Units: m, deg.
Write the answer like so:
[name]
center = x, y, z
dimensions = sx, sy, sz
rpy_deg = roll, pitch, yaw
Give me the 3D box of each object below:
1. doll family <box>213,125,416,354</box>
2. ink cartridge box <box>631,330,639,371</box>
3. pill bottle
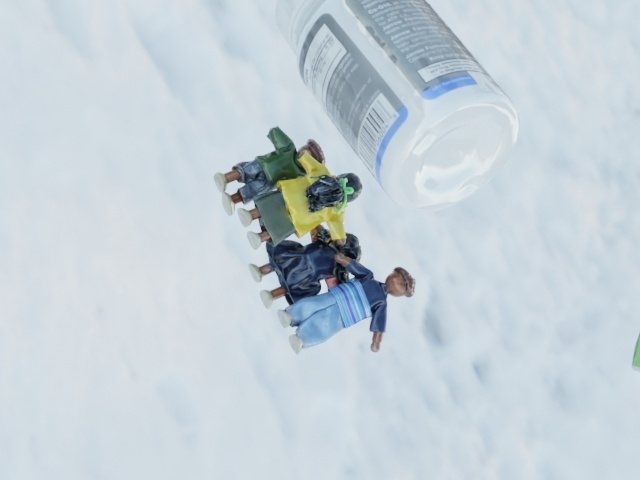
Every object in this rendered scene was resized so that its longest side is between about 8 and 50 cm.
[doll family]
center = 0.000, 0.000, 1.370
dimensions = 0.193, 0.111, 0.076
rpy_deg = 70, -18, -7
[ink cartridge box]
center = 0.330, 0.086, 1.165
dimensions = 0.109, 0.209, 0.062
rpy_deg = 13, 89, -46
[pill bottle]
center = 0.035, -0.086, 0.880
dimensions = 0.078, 0.078, 0.137
rpy_deg = 27, 23, -51
